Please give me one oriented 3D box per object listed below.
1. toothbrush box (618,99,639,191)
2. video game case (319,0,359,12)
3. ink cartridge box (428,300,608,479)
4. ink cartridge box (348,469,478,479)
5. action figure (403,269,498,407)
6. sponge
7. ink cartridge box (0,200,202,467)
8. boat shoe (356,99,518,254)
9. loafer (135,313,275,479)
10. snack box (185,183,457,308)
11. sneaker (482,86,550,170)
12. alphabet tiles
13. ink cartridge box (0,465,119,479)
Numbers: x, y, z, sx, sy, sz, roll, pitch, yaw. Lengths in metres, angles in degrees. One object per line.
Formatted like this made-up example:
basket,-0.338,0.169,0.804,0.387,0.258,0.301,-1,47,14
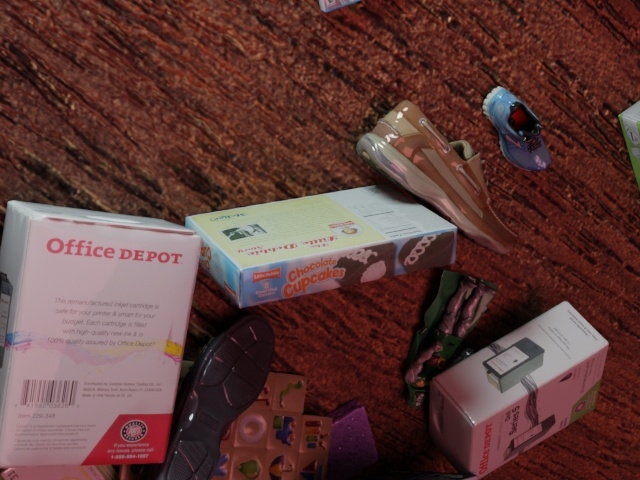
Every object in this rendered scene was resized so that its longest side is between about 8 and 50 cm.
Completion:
toothbrush box,0.626,-0.096,1.767,0.122,0.206,0.283,-34,123,-13
video game case,0.039,-0.395,1.416,0.119,0.015,0.166,-23,121,-19
ink cartridge box,0.320,0.250,1.770,0.273,0.115,0.198,-27,142,-17
ink cartridge box,0.131,0.402,1.693,0.332,0.165,0.065,9,79,-56
action figure,0.196,0.165,1.731,0.137,0.063,0.232,17,106,-37
sponge,-0.012,0.348,1.708,0.210,0.031,0.117,-28,122,-17
ink cartridge box,-0.292,0.118,1.357,0.226,0.131,0.306,7,96,-32
boat shoe,0.195,-0.087,1.581,0.324,0.123,0.116,36,89,-37
loafer,-0.166,0.228,1.496,0.109,0.095,0.302,47,53,-29
snack box,0.000,0.000,1.464,0.322,0.187,0.060,-10,116,-25
sneaker,0.305,-0.157,1.637,0.063,0.073,0.162,-46,126,-5
alphabet tiles,-0.133,0.327,1.572,0.342,0.011,0.285,12,81,-33
ink cartridge box,-0.398,0.355,1.479,0.235,0.056,0.171,-35,125,-14
